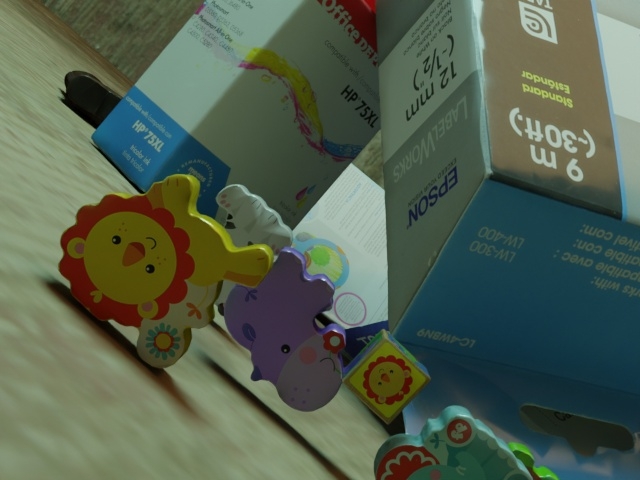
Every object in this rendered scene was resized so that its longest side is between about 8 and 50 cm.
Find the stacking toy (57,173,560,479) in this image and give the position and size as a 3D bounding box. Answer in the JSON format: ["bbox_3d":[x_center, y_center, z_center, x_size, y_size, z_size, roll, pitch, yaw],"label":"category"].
[{"bbox_3d":[0.018,0.062,0.395,0.221,0.052,0.167,43,3,0],"label":"stacking toy"}]

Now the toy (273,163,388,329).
[{"bbox_3d":[0.000,0.000,0.905,0.237,0.137,0.056,41,-36,-5],"label":"toy"}]

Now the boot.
[{"bbox_3d":[-0.160,-0.097,0.899,0.106,0.037,0.114,43,-4,-15],"label":"boot"}]

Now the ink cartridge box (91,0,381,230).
[{"bbox_3d":[-0.023,-0.109,0.759,0.078,0.231,0.134,42,2,40],"label":"ink cartridge box"}]

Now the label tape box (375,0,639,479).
[{"bbox_3d":[0.167,-0.030,0.664,0.249,0.115,0.347,15,53,-24],"label":"label tape box"}]

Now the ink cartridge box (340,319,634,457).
[{"bbox_3d":[0.221,0.123,0.790,0.330,0.071,0.324,43,29,26],"label":"ink cartridge box"}]
